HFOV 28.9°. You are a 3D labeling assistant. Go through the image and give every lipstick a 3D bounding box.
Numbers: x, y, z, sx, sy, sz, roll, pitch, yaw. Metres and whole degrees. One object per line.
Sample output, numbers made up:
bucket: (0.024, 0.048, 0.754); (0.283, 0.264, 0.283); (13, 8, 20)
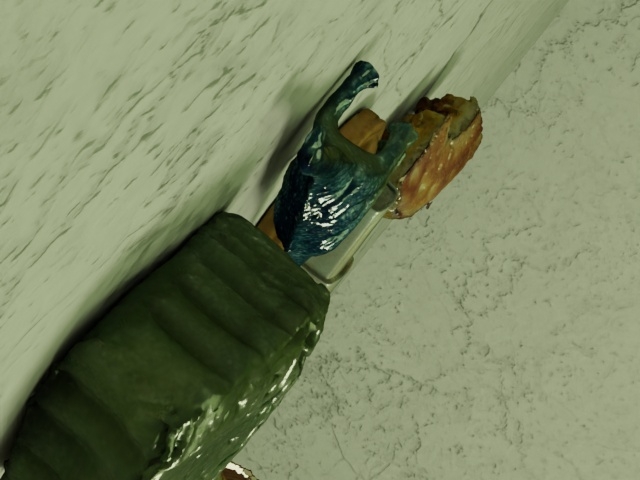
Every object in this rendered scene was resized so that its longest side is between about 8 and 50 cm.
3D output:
lipstick: (-0.002, 0.017, 1.434); (0.079, 0.077, 0.253); (-44, 172, -50)

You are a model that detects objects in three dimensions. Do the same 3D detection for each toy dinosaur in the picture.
toy dinosaur: (0.003, -0.039, 0.962); (0.147, 0.076, 0.363); (-54, 174, -24)

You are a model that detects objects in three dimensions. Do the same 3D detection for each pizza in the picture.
pizza: (0.121, -0.109, 1.534); (0.305, 0.086, 0.161); (-31, 147, -61)

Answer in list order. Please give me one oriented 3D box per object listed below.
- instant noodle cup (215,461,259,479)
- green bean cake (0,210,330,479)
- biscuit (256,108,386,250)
instant noodle cup: (-0.199, 0.307, 1.392); (0.274, 0.091, 0.274); (-15, 133, -17)
green bean cake: (-0.113, 0.112, 0.872); (0.227, 0.125, 0.222); (-37, 166, -51)
biscuit: (-0.032, -0.006, 1.197); (0.288, 0.044, 0.202); (-53, 175, 10)
